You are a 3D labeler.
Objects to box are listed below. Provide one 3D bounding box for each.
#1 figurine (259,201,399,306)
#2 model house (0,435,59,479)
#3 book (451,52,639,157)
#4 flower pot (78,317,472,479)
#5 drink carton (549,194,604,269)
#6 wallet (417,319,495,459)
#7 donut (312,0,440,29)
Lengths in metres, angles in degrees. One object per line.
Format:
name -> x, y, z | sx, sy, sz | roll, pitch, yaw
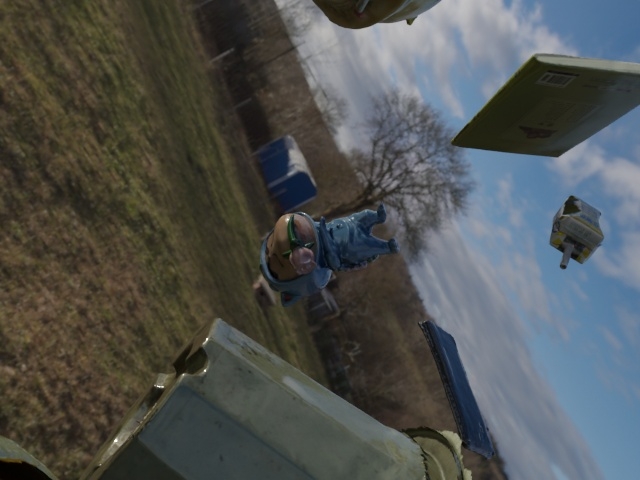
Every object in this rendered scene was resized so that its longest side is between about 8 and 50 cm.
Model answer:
figurine -> 0.000, 0.003, 0.816 | 0.144, 0.178, 0.114 | 46, 28, -67
model house -> -0.352, 0.305, 0.586 | 0.268, 0.239, 0.173 | 59, -11, -28
book -> 0.409, -0.232, 1.173 | 0.352, 0.240, 0.035 | 130, -37, -73
flower pot -> -0.055, 0.218, 0.575 | 0.259, 0.290, 0.290 | 39, 7, -8
drink carton -> 0.428, -0.013, 1.099 | 0.084, 0.074, 0.200 | 35, 26, 7
wallet -> 0.281, 0.301, 1.352 | 0.146, 0.030, 0.285 | 31, 36, -46
donut -> 0.079, -0.446, 0.838 | 0.307, 0.150, 0.370 | -8, -98, 58
